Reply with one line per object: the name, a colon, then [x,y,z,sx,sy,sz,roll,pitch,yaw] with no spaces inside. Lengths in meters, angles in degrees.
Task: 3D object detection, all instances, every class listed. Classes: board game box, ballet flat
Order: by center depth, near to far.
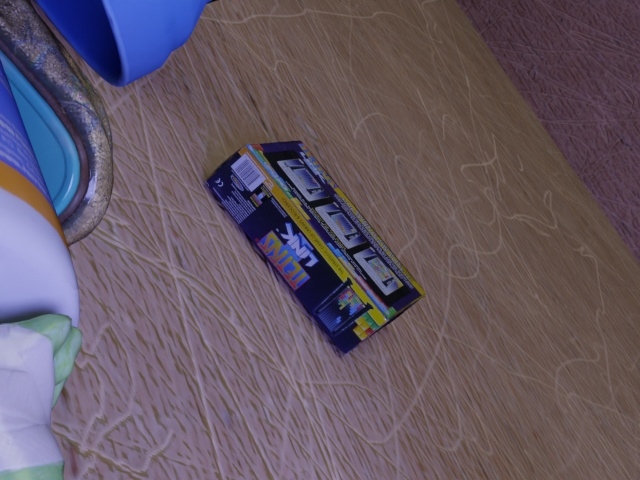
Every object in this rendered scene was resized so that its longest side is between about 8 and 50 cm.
ballet flat: [-0.224,-0.138,0.631,0.348,0.123,0.123,52,17,-2]
board game box: [0.000,0.000,0.986,0.170,0.048,0.141,51,15,7]

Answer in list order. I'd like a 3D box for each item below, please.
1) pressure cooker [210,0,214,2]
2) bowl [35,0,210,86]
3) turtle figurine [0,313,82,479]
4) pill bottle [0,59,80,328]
pressure cooker: [-0.137,-0.399,0.954,0.420,0.370,0.375,44,8,-22]
bowl: [-0.148,-0.247,0.488,0.391,0.077,0.391,55,-10,15]
turtle figurine: [-0.024,0.156,0.366,0.266,0.275,0.197,53,-17,26]
pill bottle: [-0.194,-0.056,0.451,0.152,0.152,0.272,28,27,-50]
